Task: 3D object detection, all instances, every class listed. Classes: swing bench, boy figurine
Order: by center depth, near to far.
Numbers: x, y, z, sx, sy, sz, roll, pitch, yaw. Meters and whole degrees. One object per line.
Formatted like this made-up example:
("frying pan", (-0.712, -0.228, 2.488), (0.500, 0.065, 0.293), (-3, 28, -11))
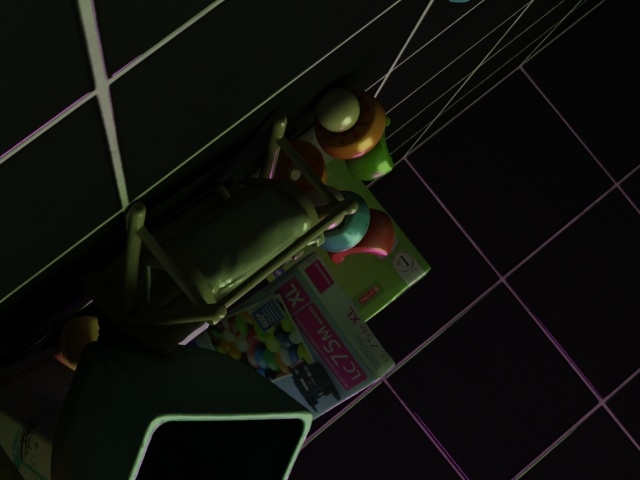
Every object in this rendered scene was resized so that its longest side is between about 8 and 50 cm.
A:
("swing bench", (-0.131, 0.007, 1.602), (0.253, 0.165, 0.254), (-38, 177, -32))
("boy figurine", (-0.369, 0.178, 2.018), (0.177, 0.092, 0.285), (-15, 172, -4))

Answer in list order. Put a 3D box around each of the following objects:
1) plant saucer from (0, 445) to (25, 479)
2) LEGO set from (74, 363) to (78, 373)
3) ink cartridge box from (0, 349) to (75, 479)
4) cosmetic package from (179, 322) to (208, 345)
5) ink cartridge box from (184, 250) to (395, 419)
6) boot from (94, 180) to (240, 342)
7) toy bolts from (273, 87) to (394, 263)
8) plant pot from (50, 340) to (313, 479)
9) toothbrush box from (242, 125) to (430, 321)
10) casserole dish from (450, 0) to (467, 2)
("plant saucer", (-0.425, 0.356, 1.639), (0.081, 0.333, 0.333), (-34, 175, -28))
("LEGO set", (-0.276, 0.129, 1.894), (0.244, 0.060, 0.183), (-25, 129, -63))
("ink cartridge box", (-0.383, 0.326, 1.840), (0.197, 0.270, 0.198), (-65, 165, 20))
("cosmetic package", (-0.213, 0.103, 2.299), (0.239, 0.060, 0.099), (119, -13, -50))
("ink cartridge box", (-0.067, 0.169, 1.732), (0.311, 0.186, 0.065), (-36, 179, 37))
("boot", (-0.195, 0.075, 1.811), (0.269, 0.089, 0.236), (-40, 151, -37))
("toy bolts", (-0.004, -0.087, 1.754), (0.218, 0.229, 0.158), (-15, 155, 20))
("plant pot", (-0.208, 0.252, 1.626), (0.247, 0.252, 0.247), (6, 115, -41))
("toothbrush box", (0.000, 0.000, 1.958), (0.206, 0.283, 0.122), (-39, 178, -4))
("casserole dish", (0.202, -0.344, 1.573), (0.114, 0.037, 0.188), (-40, 176, 20))
